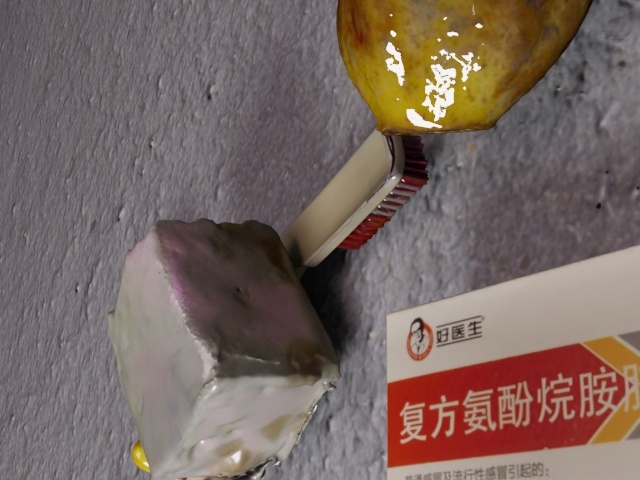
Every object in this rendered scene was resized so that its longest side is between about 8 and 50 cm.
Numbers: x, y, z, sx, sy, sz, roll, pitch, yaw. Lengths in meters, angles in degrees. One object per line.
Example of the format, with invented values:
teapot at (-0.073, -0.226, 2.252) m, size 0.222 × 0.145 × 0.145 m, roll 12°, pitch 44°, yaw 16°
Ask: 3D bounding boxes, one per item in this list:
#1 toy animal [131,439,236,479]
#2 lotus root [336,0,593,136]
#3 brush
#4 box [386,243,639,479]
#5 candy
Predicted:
toy animal at (-0.130, 0.198, 1.008) m, size 0.114 × 0.091 × 0.082 m, roll 13°, pitch 76°, yaw 59°
lotus root at (0.107, -0.208, 0.716) m, size 0.193 × 0.193 × 0.291 m, roll 11°, pitch 85°, yaw 58°
brush at (0.000, 0.000, 0.915) m, size 0.321 × 0.050 × 0.060 m, roll -44°, pitch 47°, yaw 51°
box at (0.172, 0.115, 0.564) m, size 0.353 × 0.069 × 0.214 m, roll -20°, pitch 62°, yaw 46°
candy at (-0.092, 0.100, 0.897) m, size 0.185 × 0.137 × 0.195 m, roll -60°, pitch 45°, yaw 43°
